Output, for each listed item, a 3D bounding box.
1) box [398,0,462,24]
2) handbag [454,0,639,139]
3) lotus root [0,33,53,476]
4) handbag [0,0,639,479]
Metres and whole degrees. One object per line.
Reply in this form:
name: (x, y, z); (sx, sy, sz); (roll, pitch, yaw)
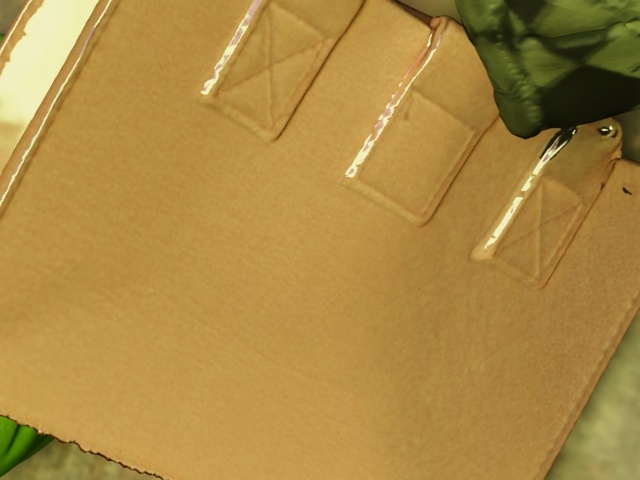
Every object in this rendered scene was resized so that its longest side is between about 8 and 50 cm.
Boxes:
box: (-0.003, -0.148, 0.512); (0.146, 0.088, 0.200); (-10, 81, 19)
handbag: (0.219, -0.213, 0.368); (0.416, 0.180, 0.316); (-9, 67, 10)
lotus root: (-0.137, 0.023, 0.519); (0.186, 0.186, 0.186); (-2, 85, 19)
handbag: (0.000, 0.000, 0.444); (0.157, 0.212, 0.059); (-61, 35, 4)
